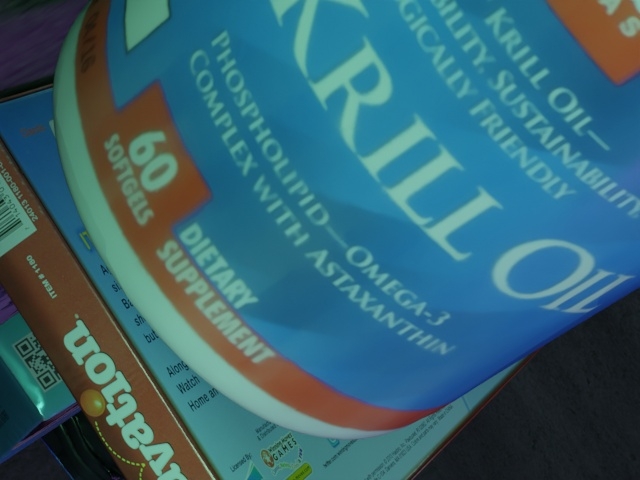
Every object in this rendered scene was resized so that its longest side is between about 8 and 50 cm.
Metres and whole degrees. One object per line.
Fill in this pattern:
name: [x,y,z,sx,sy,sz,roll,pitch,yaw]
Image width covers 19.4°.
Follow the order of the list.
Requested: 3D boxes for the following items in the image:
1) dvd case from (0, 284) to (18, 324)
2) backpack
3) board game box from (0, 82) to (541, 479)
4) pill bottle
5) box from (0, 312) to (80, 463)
dvd case: [-0.120,0.010,0.724,0.164,0.018,0.221,-35,179,9]
backpack: [-0.156,0.117,1.373,0.098,0.120,0.101,-36,178,15]
board game box: [0.000,0.000,0.581,0.027,0.145,0.281,-32,179,27]
pill bottle: [0.059,-0.060,0.372,0.221,0.124,0.124,-37,178,33]
box: [-0.149,0.066,1.068,0.100,0.060,0.244,-34,179,-19]
